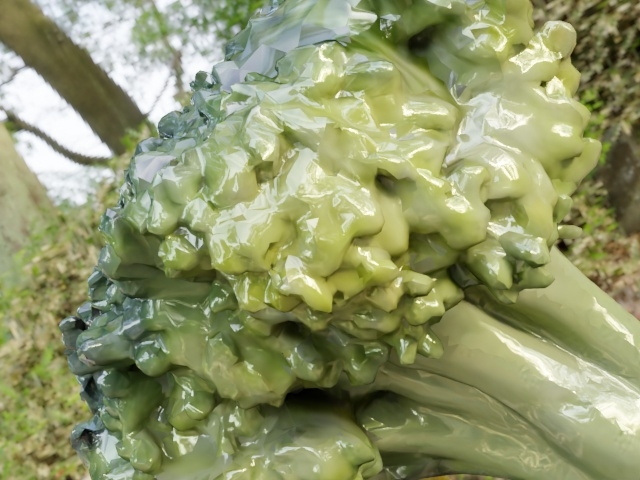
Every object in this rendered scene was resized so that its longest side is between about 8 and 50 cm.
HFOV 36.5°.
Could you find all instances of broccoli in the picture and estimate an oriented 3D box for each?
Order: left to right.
[{"bbox_3d":[0.045,0.025,0.489,0.293,0.281,0.348,-43,-18,-50],"label":"broccoli"}]

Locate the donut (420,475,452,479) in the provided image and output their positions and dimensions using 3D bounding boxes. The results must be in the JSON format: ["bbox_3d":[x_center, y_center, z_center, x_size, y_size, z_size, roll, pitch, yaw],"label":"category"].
[{"bbox_3d":[0.065,0.370,0.959,0.170,0.360,0.360,-45,-9,29],"label":"donut"}]
